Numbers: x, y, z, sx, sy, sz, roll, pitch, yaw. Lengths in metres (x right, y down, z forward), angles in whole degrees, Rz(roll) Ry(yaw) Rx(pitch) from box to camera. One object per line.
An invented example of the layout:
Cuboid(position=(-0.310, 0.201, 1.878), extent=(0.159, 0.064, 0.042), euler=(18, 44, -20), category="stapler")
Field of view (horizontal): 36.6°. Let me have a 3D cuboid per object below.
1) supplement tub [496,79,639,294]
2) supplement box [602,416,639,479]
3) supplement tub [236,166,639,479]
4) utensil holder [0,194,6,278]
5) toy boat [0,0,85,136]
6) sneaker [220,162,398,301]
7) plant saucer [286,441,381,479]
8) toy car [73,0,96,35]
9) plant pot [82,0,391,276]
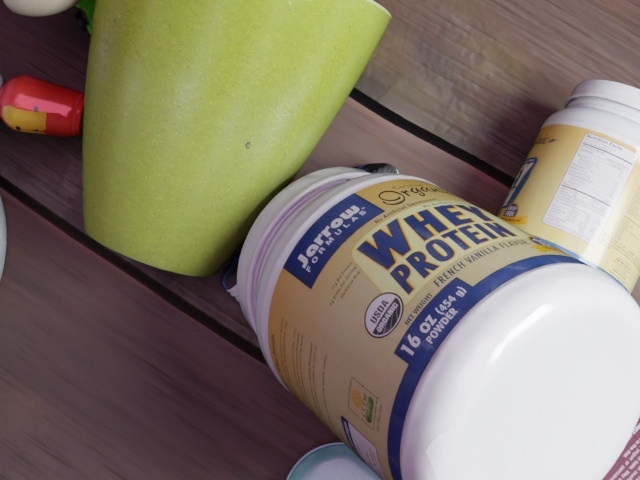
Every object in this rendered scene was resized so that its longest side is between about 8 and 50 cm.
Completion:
Cuboid(position=(0.256, -0.037, 0.927), extent=(0.144, 0.144, 0.200), euler=(27, 82, 7), category="supplement tub")
Cuboid(position=(0.265, 0.225, 0.878), extent=(0.194, 0.129, 0.191), euler=(43, 85, 16), category="supplement box")
Cuboid(position=(0.085, 0.076, 0.813), extent=(0.228, 0.228, 0.316), euler=(-50, 39, -5), category="supplement tub")
Cuboid(position=(-0.504, -0.027, 0.849), extent=(0.327, 0.385, 0.328), euler=(-1, 80, 3), category="utensil holder")
Cuboid(position=(-0.280, -0.251, 0.912), extent=(0.148, 0.267, 0.318), euler=(12, 113, -3), category="toy boat")
Cuboid(position=(0.000, 0.000, 0.981), extent=(0.211, 0.080, 0.081), euler=(-39, 106, -6), category="sneaker")
Cuboid(position=(0.022, 0.259, 0.953), extent=(0.119, 0.021, 0.119), euler=(-1, 80, 4), category="plant saucer")
Cuboid(position=(-0.249, -0.275, 1.044), extent=(0.239, 0.053, 0.225), euler=(-28, 80, -1), category="toy car")
Cuboid(position=(-0.111, -0.124, 0.926), extent=(0.274, 0.275, 0.294), euler=(22, 98, 7), category="plant pot")
